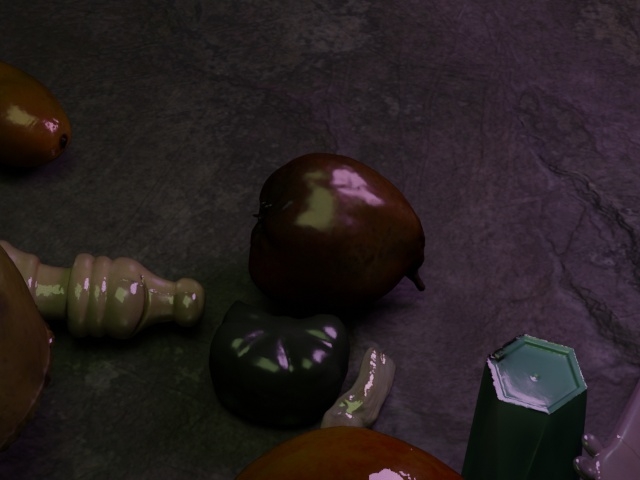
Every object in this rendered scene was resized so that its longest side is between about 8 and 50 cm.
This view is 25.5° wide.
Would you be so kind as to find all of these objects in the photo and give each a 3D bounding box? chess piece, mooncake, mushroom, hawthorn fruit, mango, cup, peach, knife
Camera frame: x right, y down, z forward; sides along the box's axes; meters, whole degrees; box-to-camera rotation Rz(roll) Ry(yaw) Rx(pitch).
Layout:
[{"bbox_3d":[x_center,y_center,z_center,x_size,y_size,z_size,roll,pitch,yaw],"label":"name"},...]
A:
[{"bbox_3d":[-0.301,0.067,1.815,0.307,0.124,0.139,3,8,-2],"label":"chess piece"},{"bbox_3d":[-0.049,0.141,1.739,0.175,0.104,0.168,-13,40,-18],"label":"mooncake"},{"bbox_3d":[0.048,0.202,1.706,0.054,0.059,0.202,-10,30,35],"label":"mushroom"},{"bbox_3d":[0.031,0.003,1.823,0.248,0.208,0.208,20,42,-18],"label":"hawthorn fruit"},{"bbox_3d":[-0.463,-0.191,2.060,0.138,0.113,0.253,-29,50,-26],"label":"mango"},{"bbox_3d":[0.227,0.216,1.569,0.134,0.235,0.148,-31,50,-29],"label":"cup"},{"bbox_3d":[0.032,0.338,1.422,0.332,0.308,0.308,-13,45,-32],"label":"peach"},{"bbox_3d":[0.372,0.216,1.615,0.132,0.038,0.398,49,33,0],"label":"knife"}]

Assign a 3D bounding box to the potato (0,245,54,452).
[{"bbox_3d":[-0.554,0.096,1.557,0.442,0.319,0.385,-23,50,1],"label":"potato"}]
